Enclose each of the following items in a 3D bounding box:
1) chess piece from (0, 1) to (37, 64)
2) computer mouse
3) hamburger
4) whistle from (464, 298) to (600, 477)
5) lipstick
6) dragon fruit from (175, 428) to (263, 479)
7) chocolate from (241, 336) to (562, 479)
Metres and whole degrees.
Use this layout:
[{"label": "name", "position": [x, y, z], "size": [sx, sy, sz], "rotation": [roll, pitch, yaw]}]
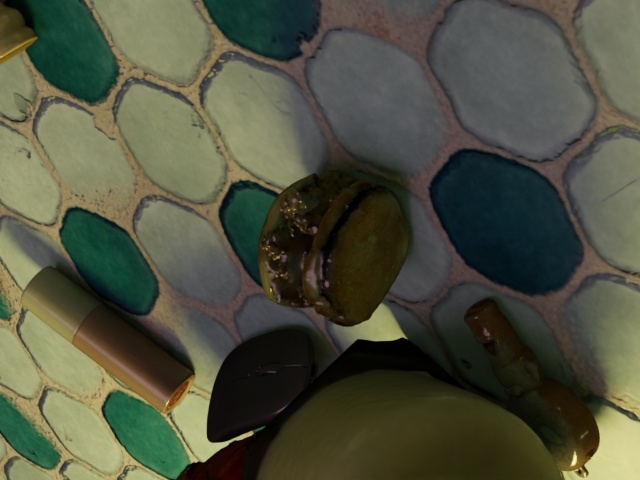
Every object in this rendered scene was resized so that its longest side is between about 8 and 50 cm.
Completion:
[{"label": "chess piece", "position": [-0.414, -0.279, 1.651], "size": [0.094, 0.094, 0.170], "rotation": [-24, 104, 51]}, {"label": "computer mouse", "position": [-0.085, 0.181, 1.765], "size": [0.057, 0.120, 0.232], "rotation": [22, 152, -26]}, {"label": "hamburger", "position": [0.000, 0.000, 1.474], "size": [0.131, 0.159, 0.185], "rotation": [21, 157, 32]}, {"label": "whistle", "position": [0.224, 0.157, 1.501], "size": [0.220, 0.057, 0.107], "rotation": [55, 156, -7]}, {"label": "lipstick", "position": [-0.290, 0.134, 1.941], "size": [0.254, 0.070, 0.070], "rotation": [36, 142, 11]}, {"label": "dragon fruit", "position": [-0.037, 0.335, 1.748], "size": [0.250, 0.315, 0.250], "rotation": [-19, -90, -90]}, {"label": "chocolate", "position": [0.114, 0.283, 1.462], "size": [0.314, 0.326, 0.297], "rotation": [54, 154, -11]}]
